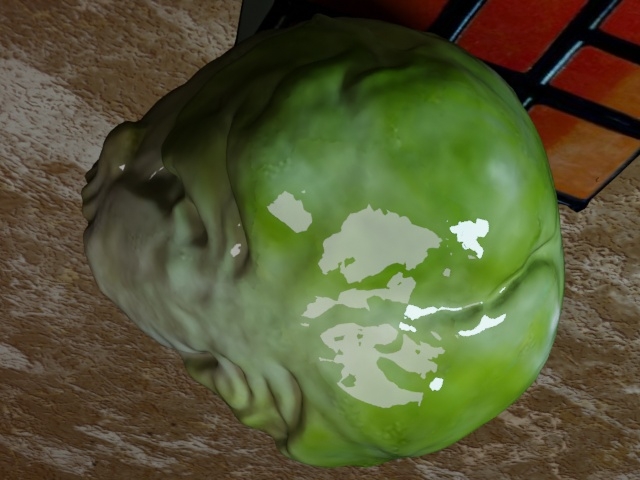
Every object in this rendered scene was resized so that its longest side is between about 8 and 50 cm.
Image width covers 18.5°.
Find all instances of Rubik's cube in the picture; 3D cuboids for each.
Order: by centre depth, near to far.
[{"bbox_3d":[0.128,-0.233,1.284,0.283,0.288,0.293,20,147,-17],"label":"Rubik's cube"}]

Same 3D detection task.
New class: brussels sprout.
[{"bbox_3d":[0.012,0.006,1.195,0.317,0.242,0.274,-21,131,42],"label":"brussels sprout"}]
